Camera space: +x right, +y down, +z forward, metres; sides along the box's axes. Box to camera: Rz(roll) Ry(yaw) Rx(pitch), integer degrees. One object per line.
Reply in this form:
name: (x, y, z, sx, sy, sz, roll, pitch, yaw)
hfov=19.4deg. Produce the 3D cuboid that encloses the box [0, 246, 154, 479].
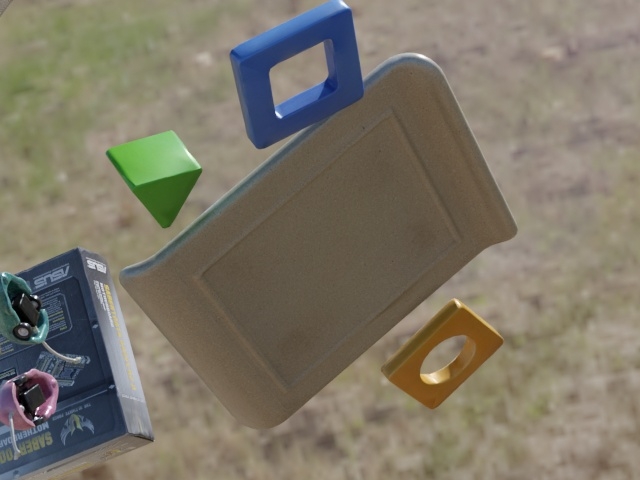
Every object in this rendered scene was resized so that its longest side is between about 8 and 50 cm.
box: (-0.280, 0.133, 1.684, 0.231, 0.183, 0.056, -23, -19, 15)

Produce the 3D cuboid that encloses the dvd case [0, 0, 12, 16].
dvd case: (-0.133, -0.195, 0.924, 0.179, 0.029, 0.238, -55, 4, -3)

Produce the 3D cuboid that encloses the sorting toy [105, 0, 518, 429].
sorting toy: (0.000, 0.000, 1.016, 0.196, 0.348, 0.047, -37, 52, -3)

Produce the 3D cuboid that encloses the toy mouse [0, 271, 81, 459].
toy mouse: (-0.224, 0.083, 1.359, 0.031, 0.161, 0.143, -20, -14, 21)
